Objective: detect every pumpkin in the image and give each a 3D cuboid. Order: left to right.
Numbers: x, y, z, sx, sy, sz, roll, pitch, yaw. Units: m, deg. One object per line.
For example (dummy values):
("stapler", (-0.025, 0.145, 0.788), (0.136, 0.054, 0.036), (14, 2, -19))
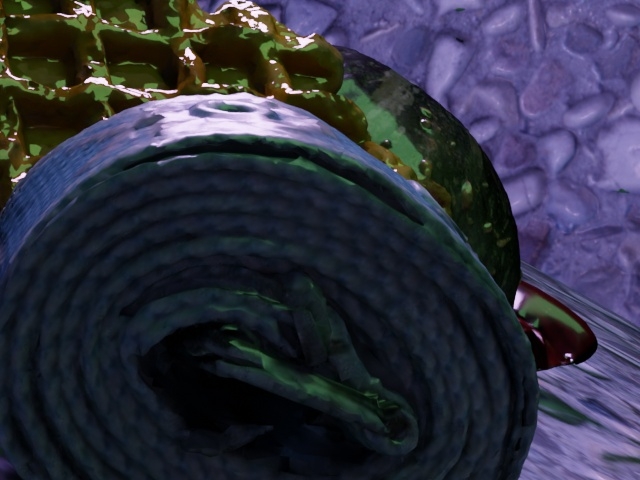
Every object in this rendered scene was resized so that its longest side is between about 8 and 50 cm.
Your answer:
("pumpkin", (-0.001, -0.001, 0.772), (0.190, 0.146, 0.190), (9, -32, 6))

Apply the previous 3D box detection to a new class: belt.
("belt", (-0.017, 0.034, 0.506), (0.163, 0.147, 0.082), (2, 16, -15))

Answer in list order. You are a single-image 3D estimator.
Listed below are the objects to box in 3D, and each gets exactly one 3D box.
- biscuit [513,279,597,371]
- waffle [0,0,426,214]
("biscuit", (0.096, 0.050, 1.228), (0.151, 0.063, 0.235), (30, 9, 26))
("waffle", (-0.082, -0.031, 0.626), (0.238, 0.059, 0.243), (34, 47, 14))
